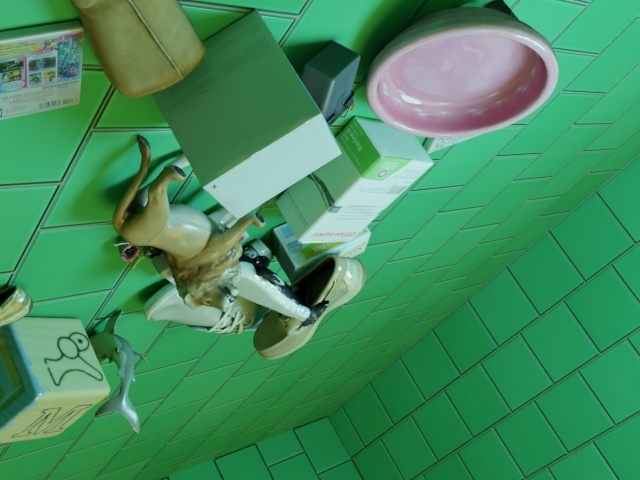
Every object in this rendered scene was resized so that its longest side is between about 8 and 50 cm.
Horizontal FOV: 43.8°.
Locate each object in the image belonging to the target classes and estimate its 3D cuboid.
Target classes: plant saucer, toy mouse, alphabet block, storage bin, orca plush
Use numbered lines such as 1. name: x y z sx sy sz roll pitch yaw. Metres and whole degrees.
1. plant saucer: 0.244 -0.298 1.405 0.332 0.084 0.332 -1 155 0
2. toy mouse: -0.338 0.008 1.521 0.161 0.031 0.143 -15 154 -44
3. alphabet block: -0.578 0.277 1.592 0.193 0.192 0.197 -36 158 19
4. storage bin: 0.014 -0.252 1.286 0.135 0.098 0.091 -51 167 -45
5. orca plush: -0.107 0.074 1.681 0.287 0.102 0.151 23 148 -18

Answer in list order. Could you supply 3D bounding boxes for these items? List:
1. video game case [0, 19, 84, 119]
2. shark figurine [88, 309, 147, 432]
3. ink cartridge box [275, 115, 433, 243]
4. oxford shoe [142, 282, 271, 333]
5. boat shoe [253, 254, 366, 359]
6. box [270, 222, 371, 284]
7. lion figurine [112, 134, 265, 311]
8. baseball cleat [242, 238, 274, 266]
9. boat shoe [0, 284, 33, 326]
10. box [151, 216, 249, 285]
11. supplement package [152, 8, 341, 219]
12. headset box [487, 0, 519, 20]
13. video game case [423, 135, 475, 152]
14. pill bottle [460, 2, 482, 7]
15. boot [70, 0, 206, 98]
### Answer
1. video game case: -0.377 -0.208 0.999 0.157 0.019 0.143 -18 156 -28
2. shark figurine: -0.421 0.270 1.726 0.116 0.278 0.166 33 98 -41
3. ink cartridge box: 0.069 -0.120 1.669 0.273 0.115 0.198 -44 155 30
4. oxford shoe: -0.226 0.157 1.887 0.169 0.130 0.449 -39 157 25
5. boat shoe: -0.051 0.145 1.812 0.341 0.121 0.110 -44 141 22
6. box: 0.000 0.000 1.852 0.203 0.114 0.103 -25 159 -18
7. lion figurine: -0.252 -0.019 1.408 0.240 0.142 0.392 -38 136 15
8. baseball cleat: -0.182 0.041 1.788 0.109 0.072 0.206 -55 156 20
9. boat shoe: -0.613 0.137 1.417 0.190 0.068 0.072 -36 149 -15
10. box: -0.240 0.016 1.621 0.186 0.038 0.145 -35 166 -4
11. supplement package: -0.110 -0.180 1.165 0.194 0.203 0.149 -31 159 3
12. headset box: 0.328 -0.397 1.467 0.032 0.062 0.083 -22 157 -24
13. video game case: 0.357 -0.294 1.792 0.227 0.026 0.206 -21 157 -24
14. pill bottle: 0.262 -0.368 1.433 0.067 0.067 0.120 -26 159 -12
15. boot: -0.188 -0.301 0.962 0.236 0.089 0.269 -21 159 0
